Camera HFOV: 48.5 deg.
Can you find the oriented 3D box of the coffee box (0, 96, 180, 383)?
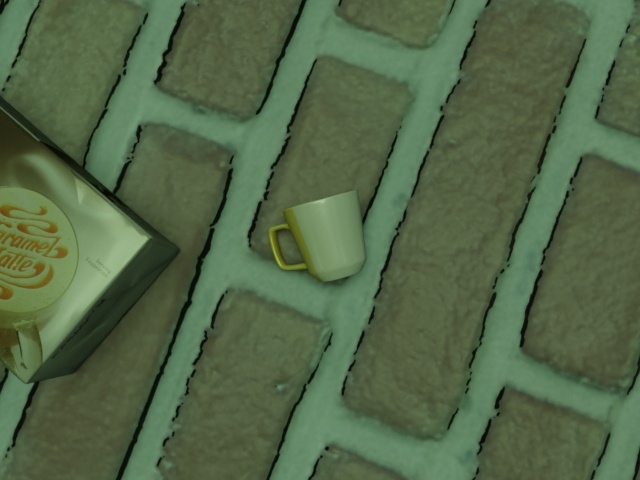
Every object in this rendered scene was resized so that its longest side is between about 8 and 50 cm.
[{"bbox_3d":[-0.254,-0.024,0.556,0.246,0.098,0.141,41,87,5],"label":"coffee box"}]

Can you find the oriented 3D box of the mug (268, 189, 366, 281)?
[{"bbox_3d":[0.004,-0.001,0.573,0.062,0.078,0.064,-18,93,-32],"label":"mug"}]
